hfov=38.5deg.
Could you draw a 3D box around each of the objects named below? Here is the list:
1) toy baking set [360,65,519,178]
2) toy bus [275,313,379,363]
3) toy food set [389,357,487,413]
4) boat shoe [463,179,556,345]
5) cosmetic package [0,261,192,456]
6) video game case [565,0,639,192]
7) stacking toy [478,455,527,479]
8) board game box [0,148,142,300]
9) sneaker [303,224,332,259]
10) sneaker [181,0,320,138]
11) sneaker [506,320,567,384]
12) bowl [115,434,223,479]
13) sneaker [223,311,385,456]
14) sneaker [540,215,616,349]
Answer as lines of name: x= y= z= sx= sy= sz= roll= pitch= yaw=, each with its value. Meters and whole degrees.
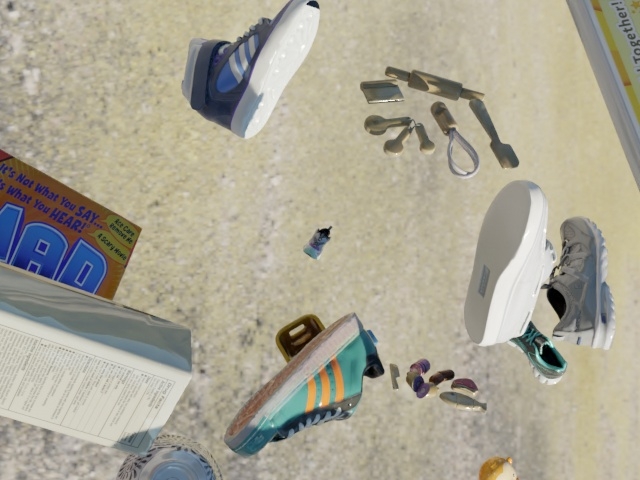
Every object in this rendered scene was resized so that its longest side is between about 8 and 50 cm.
toy baking set: x=0.177 y=-0.179 z=1.393 sx=0.030 sy=0.256 sz=0.197 roll=103 pitch=1 yaw=-53
toy bus: x=-0.013 y=0.213 z=1.657 sx=0.191 sy=0.202 sz=0.104 roll=0 pitch=46 yaw=-43
toy food set: x=0.150 y=0.178 z=1.159 sx=0.078 sy=0.122 sz=0.019 roll=-93 pitch=-162 yaw=-63
boat shoe: x=0.187 y=0.024 z=0.859 sx=0.063 sy=0.066 sz=0.184 roll=-5 pitch=122 yaw=-19
cosmetic package: x=-0.339 y=0.153 z=1.196 sx=0.309 sy=0.160 sz=0.113 roll=23 pitch=25 yaw=-21
video game case: x=0.289 y=-0.098 z=0.590 sx=0.026 sy=0.206 sz=0.227 roll=87 pitch=-8 yaw=-66
stacking toy: x=0.276 y=0.393 z=1.278 sx=0.175 sy=0.165 sz=0.302 roll=-49 pitch=135 yaw=-27
board game box: x=-0.593 y=0.049 z=1.515 sx=0.356 sy=0.356 sz=0.356 roll=35 pitch=72 yaw=-48
sneaker: x=0.000 y=0.000 z=1.712 sx=0.069 sy=0.038 sz=0.098 roll=-55 pitch=-176 yaw=1
sneaker: x=-0.168 y=-0.393 z=1.869 sx=0.323 sy=0.236 sz=0.130 roll=-60 pitch=158 yaw=17
sneaker: x=0.372 y=0.174 z=1.598 sx=0.065 sy=0.076 sz=0.166 roll=-40 pitch=82 yaw=-15
bowl: x=-0.225 y=0.374 z=1.382 sx=0.080 sy=0.170 sz=0.170 roll=125 pitch=-22 yaw=-68
sneaker: x=-0.008 y=0.230 z=1.335 sx=0.302 sy=0.108 sz=0.121 roll=-39 pitch=94 yaw=-39
sneaker: x=0.448 y=0.063 z=1.629 sx=0.105 sy=0.115 sz=0.281 roll=87 pitch=5 yaw=-46
